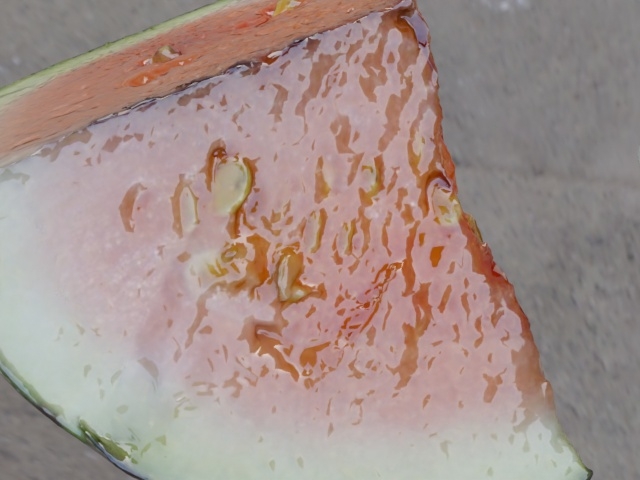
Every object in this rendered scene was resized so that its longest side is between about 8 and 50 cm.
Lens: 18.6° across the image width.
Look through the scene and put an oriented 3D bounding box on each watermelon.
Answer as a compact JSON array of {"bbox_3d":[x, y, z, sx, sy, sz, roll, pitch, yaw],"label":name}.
[{"bbox_3d":[-0.013,0.012,0.524,0.137,0.193,0.145,-14,106,29],"label":"watermelon"}]

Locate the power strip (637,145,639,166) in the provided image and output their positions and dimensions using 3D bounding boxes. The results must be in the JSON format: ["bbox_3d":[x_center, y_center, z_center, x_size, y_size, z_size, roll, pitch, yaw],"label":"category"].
[{"bbox_3d":[0.188,-0.045,0.768,0.047,0.191,0.030,45,129,27],"label":"power strip"}]
